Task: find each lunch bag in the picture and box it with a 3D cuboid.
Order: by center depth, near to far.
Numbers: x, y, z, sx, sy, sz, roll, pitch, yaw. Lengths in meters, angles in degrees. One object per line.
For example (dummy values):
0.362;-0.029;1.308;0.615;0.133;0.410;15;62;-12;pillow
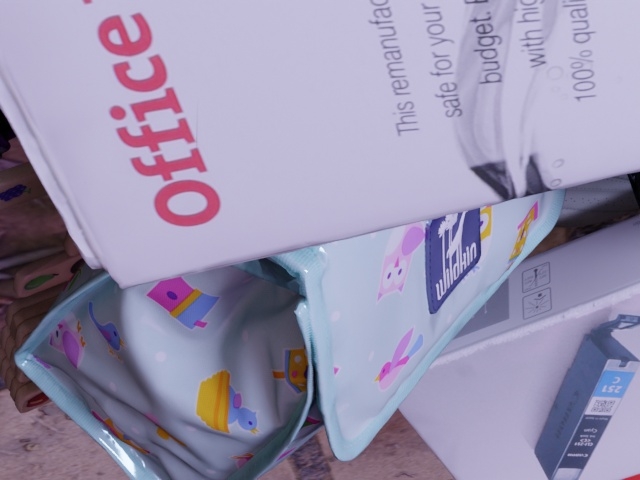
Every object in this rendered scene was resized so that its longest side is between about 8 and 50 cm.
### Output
0.000;0.000;0.769;0.223;0.160;0.262;-44;-179;-35;lunch bag

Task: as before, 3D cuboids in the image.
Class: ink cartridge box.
0.069;-0.164;0.528;0.395;0.166;0.285;-13;140;5;ink cartridge box
0.224;0.094;0.919;0.296;0.066;0.261;-23;126;24;ink cartridge box

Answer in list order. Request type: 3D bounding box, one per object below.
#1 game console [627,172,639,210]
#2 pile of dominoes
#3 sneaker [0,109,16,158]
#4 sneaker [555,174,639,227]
0.287;-0.097;0.712;0.293;0.250;0.173;-9;144;-3;game console
-0.135;0.022;0.922;0.196;0.040;0.251;-22;159;-27;pile of dominoes
-0.203;-0.036;0.819;0.098;0.083;0.223;-2;151;-25;sneaker
0.191;-0.061;0.912;0.262;0.099;0.121;-5;161;6;sneaker
